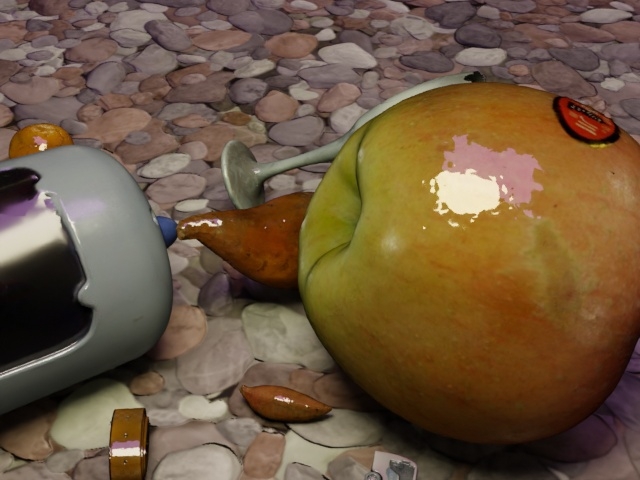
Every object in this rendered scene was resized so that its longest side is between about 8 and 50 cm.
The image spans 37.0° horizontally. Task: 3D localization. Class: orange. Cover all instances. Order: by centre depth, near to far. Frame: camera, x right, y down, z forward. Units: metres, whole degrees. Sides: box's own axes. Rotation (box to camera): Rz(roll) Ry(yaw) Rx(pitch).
[{"bbox_3d":[-0.362,-0.114,1.243,0.083,0.070,0.083,10,27,-5],"label":"orange"}]

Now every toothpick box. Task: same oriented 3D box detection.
[{"bbox_3d":[-0.304,0.043,0.937,0.354,0.263,0.263,-20,44,-25],"label":"toothpick box"}]

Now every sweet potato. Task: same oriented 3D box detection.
[{"bbox_3d":[-0.036,0.161,0.941,0.095,0.034,0.034,9,40,11],"label":"sweet potato"},{"bbox_3d":[-0.004,0.002,1.069,0.359,0.112,0.112,3,32,-38],"label":"sweet potato"}]

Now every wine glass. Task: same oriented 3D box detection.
[{"bbox_3d":[0.062,-0.150,1.158,0.309,0.096,0.264,-15,25,22],"label":"wine glass"}]

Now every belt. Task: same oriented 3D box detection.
[{"bbox_3d":[-0.174,0.191,0.880,0.036,0.059,0.083,-2,28,-5],"label":"belt"}]

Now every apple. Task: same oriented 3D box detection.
[{"bbox_3d":[0.139,0.005,0.892,0.305,0.338,0.338,22,40,-4],"label":"apple"}]

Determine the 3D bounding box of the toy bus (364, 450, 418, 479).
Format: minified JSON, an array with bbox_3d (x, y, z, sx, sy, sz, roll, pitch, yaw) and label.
[{"bbox_3d":[0.057,0.246,0.833,0.052,0.037,0.131,9,40,6],"label":"toy bus"}]
